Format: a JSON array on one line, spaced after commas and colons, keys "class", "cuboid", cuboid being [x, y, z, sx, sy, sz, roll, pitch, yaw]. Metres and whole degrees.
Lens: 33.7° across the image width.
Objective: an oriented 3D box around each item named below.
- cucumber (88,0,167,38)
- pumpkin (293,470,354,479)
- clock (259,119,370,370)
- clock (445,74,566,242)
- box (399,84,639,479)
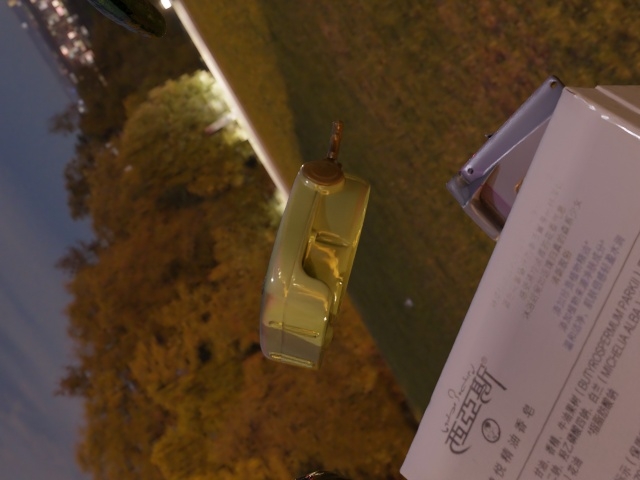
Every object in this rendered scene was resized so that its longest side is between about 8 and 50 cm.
[{"class": "cucumber", "cuboid": [-0.261, -0.306, 1.265, 0.056, 0.056, 0.284, 55, -170, 25]}, {"class": "pumpkin", "cuboid": [0.031, 0.402, 1.404, 0.221, 0.161, 0.220, 22, 156, 10]}, {"class": "clock", "cuboid": [0.000, 0.000, 1.388, 0.096, 0.307, 0.235, 13, 155, 5]}, {"class": "clock", "cuboid": [0.283, -0.045, 1.211, 0.253, 0.186, 0.083, 47, -162, 15]}, {"class": "box", "cuboid": [0.187, 0.079, 0.586, 0.203, 0.116, 0.274, 38, 122, 36]}]
